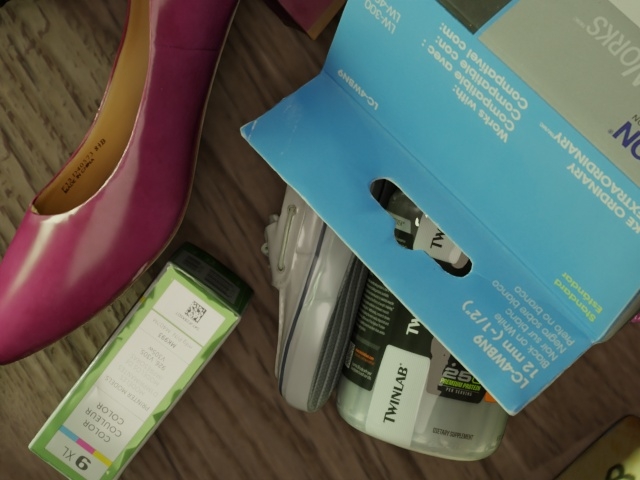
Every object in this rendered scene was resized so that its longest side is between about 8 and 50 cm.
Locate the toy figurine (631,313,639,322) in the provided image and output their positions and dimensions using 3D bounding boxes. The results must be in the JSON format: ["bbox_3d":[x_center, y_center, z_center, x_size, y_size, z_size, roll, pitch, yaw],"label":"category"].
[{"bbox_3d":[0.238,0.012,0.874,0.159,0.130,0.173,-7,121,15],"label":"toy figurine"}]

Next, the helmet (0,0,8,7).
[{"bbox_3d":[-0.201,-0.242,0.813,0.169,0.169,0.161,45,108,-4],"label":"helmet"}]

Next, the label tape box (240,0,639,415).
[{"bbox_3d":[0.158,-0.108,0.763,0.348,0.115,0.249,-39,72,-13],"label":"label tape box"}]

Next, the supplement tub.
[{"bbox_3d":[0.086,0.039,0.858,0.117,0.117,0.190,14,97,-1],"label":"supplement tub"}]

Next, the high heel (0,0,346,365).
[{"bbox_3d":[-0.141,-0.106,0.822,0.181,0.127,0.377,40,82,-29],"label":"high heel"}]

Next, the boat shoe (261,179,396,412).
[{"bbox_3d":[0.000,0.000,0.885,0.076,0.083,0.226,17,91,22],"label":"boat shoe"}]

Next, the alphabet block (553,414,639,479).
[{"bbox_3d":[0.217,0.260,0.842,0.192,0.197,0.193,-45,94,5],"label":"alphabet block"}]

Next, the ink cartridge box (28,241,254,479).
[{"bbox_3d":[-0.133,0.105,0.873,0.062,0.109,0.209,37,96,-3],"label":"ink cartridge box"}]
